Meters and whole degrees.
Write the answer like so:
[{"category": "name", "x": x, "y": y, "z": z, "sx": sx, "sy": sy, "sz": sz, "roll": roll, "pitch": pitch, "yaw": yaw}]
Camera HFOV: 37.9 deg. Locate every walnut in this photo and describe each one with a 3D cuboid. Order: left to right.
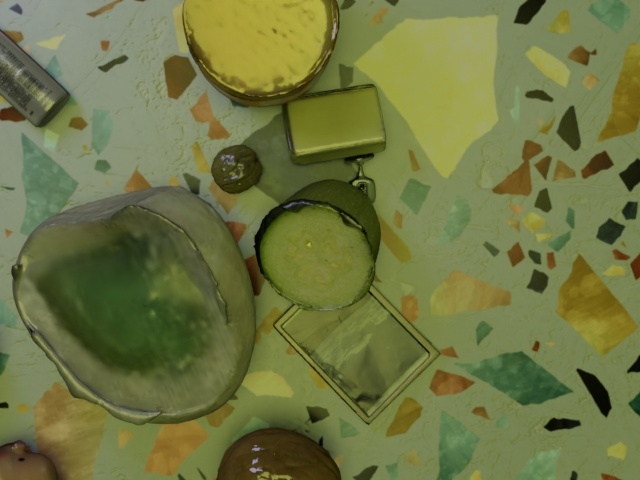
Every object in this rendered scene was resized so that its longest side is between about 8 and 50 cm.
[{"category": "walnut", "x": -0.149, "y": -0.126, "z": 1.648, "sx": 0.092, "sy": 0.092, "sz": 0.092, "roll": 0, "pitch": 93, "yaw": -1}, {"category": "walnut", "x": -0.073, "y": 0.435, "z": 1.615, "sx": 0.228, "sy": 0.228, "sz": 0.228, "roll": 0, "pitch": 93, "yaw": -1}]

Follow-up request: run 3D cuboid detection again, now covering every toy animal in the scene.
[{"category": "toy animal", "x": -0.585, "y": 0.436, "z": 1.628, "sx": 0.248, "sy": 0.165, "sz": 0.149, "roll": -8, "pitch": 98, "yaw": 6}]

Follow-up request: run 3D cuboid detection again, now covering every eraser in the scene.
[{"category": "eraser", "x": 0.023, "y": -0.204, "z": 1.644, "sx": 0.172, "sy": 0.058, "sz": 0.117, "roll": -10, "pitch": 72, "yaw": -1}]

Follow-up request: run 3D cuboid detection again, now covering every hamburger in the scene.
[{"category": "hamburger", "x": -0.118, "y": -0.372, "z": 1.581, "sx": 0.302, "sy": 0.186, "sz": 0.261, "roll": 36, "pitch": 87, "yaw": -7}]

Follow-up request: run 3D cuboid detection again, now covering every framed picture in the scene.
[{"category": "framed picture", "x": 0.065, "y": 0.181, "z": 1.696, "sx": 0.189, "sy": 0.023, "sz": 0.260, "roll": -44, "pitch": 92, "yaw": -2}]

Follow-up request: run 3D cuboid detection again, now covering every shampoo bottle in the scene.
[{"category": "shampoo bottle", "x": -0.553, "y": -0.304, "z": 1.641, "sx": 0.227, "sy": 0.056, "sz": 0.086, "roll": 42, "pitch": 93, "yaw": -3}]

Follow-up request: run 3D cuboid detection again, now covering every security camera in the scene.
[{"category": "security camera", "x": 0.075, "y": -0.107, "z": 1.670, "sx": 0.058, "sy": 0.058, "sz": 0.092, "roll": -10, "pitch": 101, "yaw": -1}]

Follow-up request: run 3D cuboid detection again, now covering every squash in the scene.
[{"category": "squash", "x": 0.000, "y": 0.013, "z": 1.637, "sx": 0.220, "sy": 0.133, "sz": 0.220, "roll": 4, "pitch": 108, "yaw": 13}]

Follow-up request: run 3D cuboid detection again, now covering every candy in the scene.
[{"category": "candy", "x": -0.295, "y": 0.115, "z": 1.602, "sx": 0.386, "sy": 0.186, "sz": 0.427, "roll": -27, "pitch": 95, "yaw": 9}]
